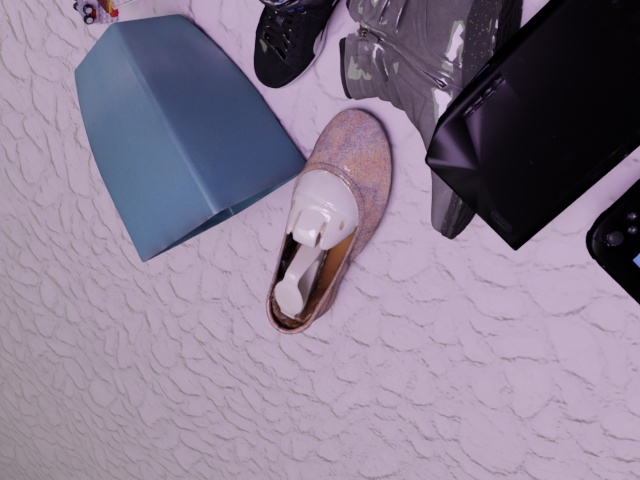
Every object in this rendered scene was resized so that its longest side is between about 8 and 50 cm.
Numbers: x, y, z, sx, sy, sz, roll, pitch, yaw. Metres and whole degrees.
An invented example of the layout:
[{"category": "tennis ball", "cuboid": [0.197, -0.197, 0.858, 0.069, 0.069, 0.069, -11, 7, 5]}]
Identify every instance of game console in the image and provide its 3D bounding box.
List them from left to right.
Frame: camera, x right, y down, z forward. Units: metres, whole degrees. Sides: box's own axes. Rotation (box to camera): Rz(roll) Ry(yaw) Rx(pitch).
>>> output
[{"category": "game console", "cuboid": [0.277, -0.034, 0.521, 0.361, 0.044, 0.213, 42, 109, -9]}]

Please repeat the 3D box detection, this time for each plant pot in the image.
[{"category": "plant pot", "cuboid": [-0.169, -0.130, 0.729, 0.165, 0.165, 0.234, -27, 95, 42]}]

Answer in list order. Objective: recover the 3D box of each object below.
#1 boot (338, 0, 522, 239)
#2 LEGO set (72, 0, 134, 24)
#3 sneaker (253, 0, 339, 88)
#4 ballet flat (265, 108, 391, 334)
[{"category": "boot", "cuboid": [0.095, -0.135, 0.609, 0.161, 0.083, 0.247, 19, 120, 29]}, {"category": "LEGO set", "cuboid": [-0.255, -0.342, 0.685, 0.244, 0.060, 0.183, 12, 123, 53]}, {"category": "sneaker", "cuboid": [-0.037, -0.224, 0.599, 0.079, 0.121, 0.217, 43, 133, 4]}, {"category": "ballet flat", "cuboid": [0.000, 0.000, 0.731, 0.107, 0.106, 0.316, 28, 130, 16]}]
